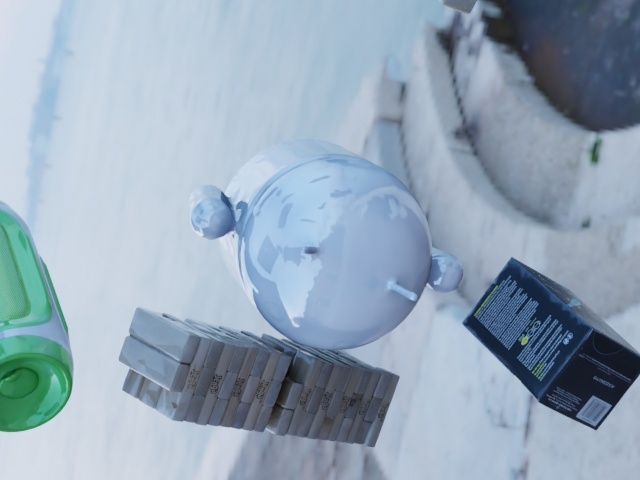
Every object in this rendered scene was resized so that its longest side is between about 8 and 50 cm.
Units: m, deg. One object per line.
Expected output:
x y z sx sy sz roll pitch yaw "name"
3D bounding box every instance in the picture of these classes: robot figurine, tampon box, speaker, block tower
0.000 0.000 1.521 0.353 0.300 0.200 -140 61 -73 "robot figurine"
0.264 0.115 1.605 0.101 0.120 0.161 -54 39 10 "tampon box"
-0.357 0.074 1.563 0.296 0.131 0.131 -122 40 -49 "speaker"
-0.062 0.150 1.512 0.097 0.335 0.091 23 94 43 "block tower"

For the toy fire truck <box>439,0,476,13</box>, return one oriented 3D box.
0.154 -0.423 1.703 0.158 0.217 0.246 122 154 -65 "toy fire truck"
